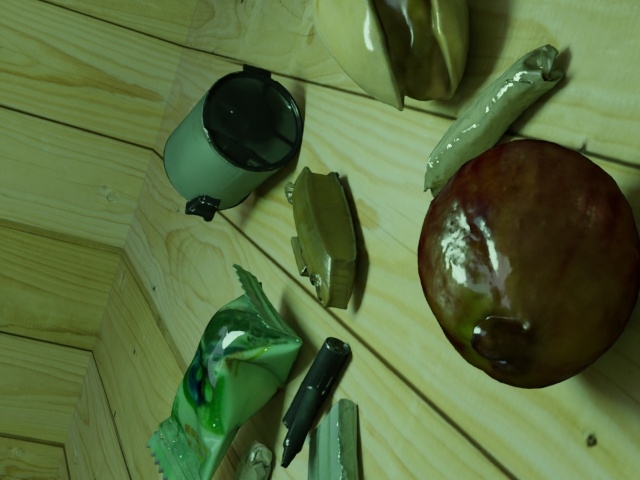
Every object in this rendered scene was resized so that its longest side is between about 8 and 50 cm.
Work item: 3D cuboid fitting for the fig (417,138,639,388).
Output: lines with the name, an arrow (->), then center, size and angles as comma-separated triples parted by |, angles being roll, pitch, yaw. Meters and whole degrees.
fig -> 0.204, 0.030, 1.022 | 0.224, 0.224, 0.263 | -51, 35, 46

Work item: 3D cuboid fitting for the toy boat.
toy boat -> 0.000, 0.000, 1.715 | 0.321, 0.089, 0.121 | -105, 30, -50

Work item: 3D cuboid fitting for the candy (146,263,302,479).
candy -> -0.178, 0.271, 1.811 | 0.398, 0.172, 0.263 | -57, 25, 5

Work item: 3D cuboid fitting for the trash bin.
trash bin -> -0.186, -0.203, 2.139 | 0.262, 0.217, 0.277 | -31, 46, 60

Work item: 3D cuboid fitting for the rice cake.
rice cake -> 0.019, 0.355, 1.483 | 0.127, 0.043, 0.237 | -54, 30, 42

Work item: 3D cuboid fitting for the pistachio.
pistachio -> 0.107, -0.328, 1.496 | 0.238, 0.229, 0.321 | 67, -174, -45

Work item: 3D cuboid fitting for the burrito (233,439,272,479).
burrito -> -0.128, 0.446, 1.769 | 0.064, 0.064, 0.203 | -172, 96, -69

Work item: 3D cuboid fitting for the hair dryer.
hair dryer -> -0.019, 0.258, 1.560 | 0.195, 0.050, 0.173 | -67, 2, -66

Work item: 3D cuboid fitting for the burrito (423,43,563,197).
burrito -> 0.213, -0.152, 1.322 | 0.275, 0.059, 0.082 | -47, 20, 50
